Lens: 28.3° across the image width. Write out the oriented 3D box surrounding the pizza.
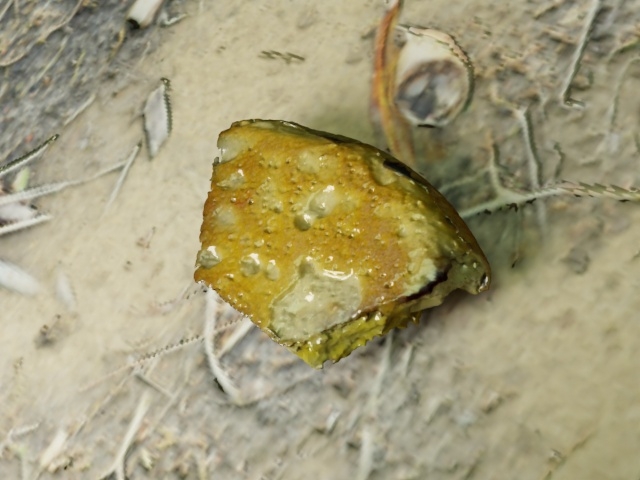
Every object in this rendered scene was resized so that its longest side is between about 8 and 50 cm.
[{"bbox_3d":[0.000,0.000,0.558,0.160,0.036,0.099,31,79,40],"label":"pizza"}]
